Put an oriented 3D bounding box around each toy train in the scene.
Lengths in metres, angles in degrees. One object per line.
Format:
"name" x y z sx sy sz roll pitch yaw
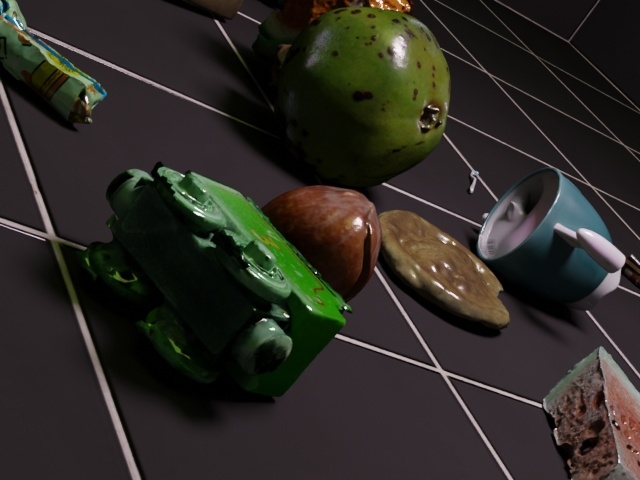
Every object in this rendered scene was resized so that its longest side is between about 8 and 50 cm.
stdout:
"toy train" -0.093 0.035 1.264 0.243 0.132 0.188 47 14 32

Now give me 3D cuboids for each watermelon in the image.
"watermelon" 0.333 0.240 1.573 0.154 0.094 0.241 44 20 -4

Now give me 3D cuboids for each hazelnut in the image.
"hazelnut" 0.000 0.000 1.483 0.143 0.143 0.154 35 18 -2

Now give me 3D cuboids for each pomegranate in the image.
"pomegranate" 0.043 -0.201 1.887 0.271 0.254 0.254 18 12 22

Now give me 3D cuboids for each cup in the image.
"cup" 0.341 0.010 1.993 0.173 0.167 0.300 37 -8 -20

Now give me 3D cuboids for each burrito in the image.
"burrito" -0.348 -0.231 1.565 0.288 0.054 0.104 38 19 7

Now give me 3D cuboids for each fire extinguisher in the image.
"fire extinguisher" 0.552 0.054 2.405 0.032 0.046 0.100 -11 47 -47

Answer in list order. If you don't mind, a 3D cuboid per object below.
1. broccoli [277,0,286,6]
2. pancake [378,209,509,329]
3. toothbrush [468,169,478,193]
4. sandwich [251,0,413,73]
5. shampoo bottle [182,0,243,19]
"broccoli" -0.033 -0.585 2.569 0.293 0.281 0.348 42 30 24
"pancake" 0.162 0.035 1.808 0.222 0.042 0.236 39 20 5
"toothbrush" 0.255 -0.098 2.323 0.013 0.011 0.131 15 19 5
"sandwich" 0.016 -0.305 2.029 0.250 0.301 0.162 41 47 17
"shampoo bottle" -0.261 -0.437 2.151 0.350 0.084 0.125 17 29 -43
